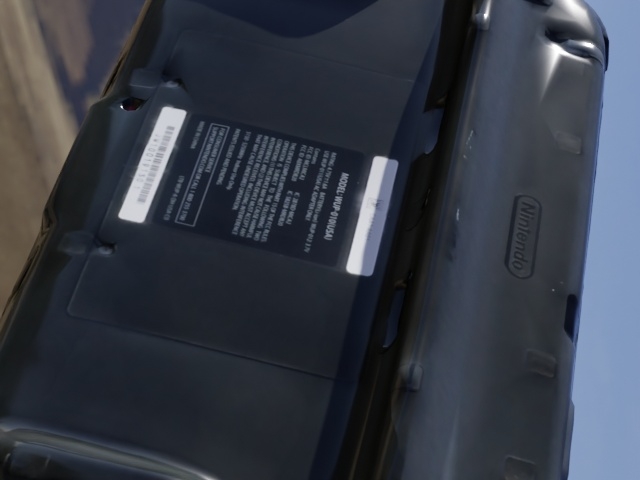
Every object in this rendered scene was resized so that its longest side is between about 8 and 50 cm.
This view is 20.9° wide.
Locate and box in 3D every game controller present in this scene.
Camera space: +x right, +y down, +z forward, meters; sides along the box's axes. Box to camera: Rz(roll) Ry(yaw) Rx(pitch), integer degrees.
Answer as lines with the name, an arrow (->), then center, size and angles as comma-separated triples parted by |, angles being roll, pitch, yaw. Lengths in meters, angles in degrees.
game controller -> 0.000, 0.000, 0.538 | 0.319, 0.166, 0.067 | -74, 169, -47
